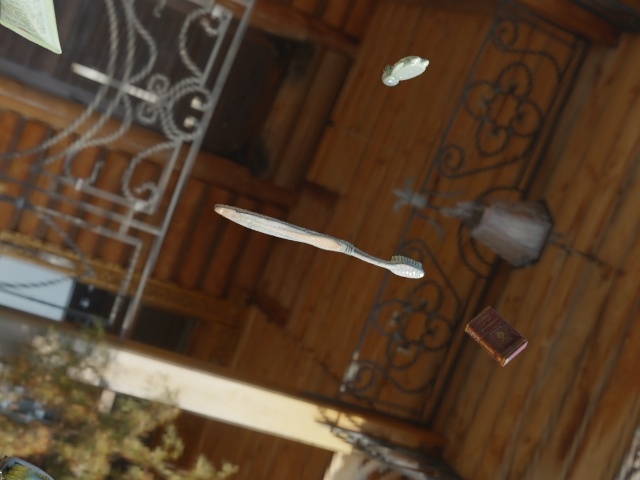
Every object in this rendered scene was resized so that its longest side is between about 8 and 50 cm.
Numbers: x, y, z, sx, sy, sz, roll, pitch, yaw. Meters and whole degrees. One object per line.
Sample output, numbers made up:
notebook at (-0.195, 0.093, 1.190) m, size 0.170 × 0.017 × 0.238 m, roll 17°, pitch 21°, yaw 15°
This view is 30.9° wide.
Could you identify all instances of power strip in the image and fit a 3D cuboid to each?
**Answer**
power strip at (0.133, -0.278, 1.857) m, size 0.083 × 0.055 × 0.035 m, roll -26°, pitch -115°, yaw 39°

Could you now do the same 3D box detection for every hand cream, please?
hand cream at (-0.574, -0.475, 2.253) m, size 0.093 × 0.147 × 0.306 m, roll -62°, pitch 178°, yaw -27°

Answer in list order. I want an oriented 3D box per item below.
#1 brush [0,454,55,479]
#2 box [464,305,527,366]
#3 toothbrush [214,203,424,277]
brush at (-0.403, 0.424, 1.826) m, size 0.067 × 0.313 × 0.072 m, roll 12°, pitch -114°, yaw 30°
box at (0.265, 0.144, 1.747) m, size 0.082 × 0.051 × 0.023 m, roll 44°, pitch -27°, yaw 21°
toothbrush at (0.000, 0.000, 1.954) m, size 0.037 × 0.375 × 0.028 m, roll -88°, pitch -162°, yaw -56°
